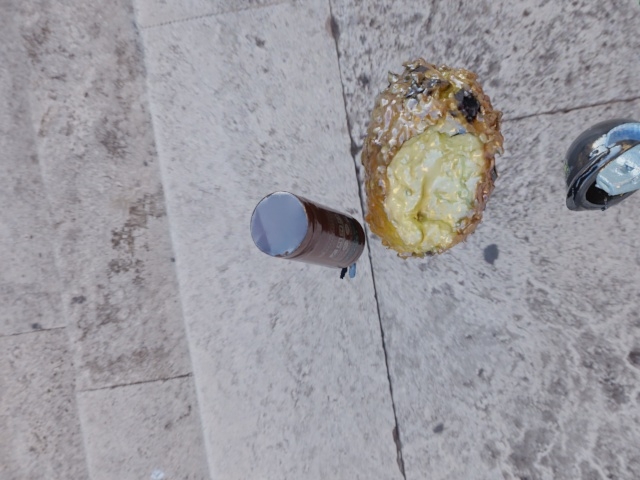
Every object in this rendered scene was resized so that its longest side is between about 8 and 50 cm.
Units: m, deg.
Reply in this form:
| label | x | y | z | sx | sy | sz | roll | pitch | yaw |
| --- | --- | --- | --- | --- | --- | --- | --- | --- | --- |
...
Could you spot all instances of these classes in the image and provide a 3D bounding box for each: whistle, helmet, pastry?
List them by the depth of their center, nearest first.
| label | x | y | z | sx | sy | sz | roll | pitch | yaw |
| --- | --- | --- | --- | --- | --- | --- | --- | --- | --- |
| whistle | 0.619 | -0.160 | 1.222 | 0.269 | 0.093 | 0.180 | -28 | 49 | -6 |
| pastry | 0.229 | -0.177 | 1.436 | 0.293 | 0.337 | 0.405 | 0 | 119 | 2 |
| helmet | 0.687 | -0.197 | 1.659 | 0.279 | 0.230 | 0.160 | -17 | 56 | -8 |

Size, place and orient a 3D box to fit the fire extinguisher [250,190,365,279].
| label | x | y | z | sx | sy | sz | roll | pitch | yaw |
| --- | --- | --- | --- | --- | --- | --- | --- | --- | --- |
| fire extinguisher | 0.000 | 0.000 | 1.283 | 0.114 | 0.337 | 0.135 | 8 | 88 | 27 |

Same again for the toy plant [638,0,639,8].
| label | x | y | z | sx | sy | sz | roll | pitch | yaw |
| --- | --- | --- | --- | --- | --- | --- | --- | --- | --- |
| toy plant | 0.618 | -0.440 | 1.100 | 0.088 | 0.240 | 0.154 | 3 | 91 | -20 |
